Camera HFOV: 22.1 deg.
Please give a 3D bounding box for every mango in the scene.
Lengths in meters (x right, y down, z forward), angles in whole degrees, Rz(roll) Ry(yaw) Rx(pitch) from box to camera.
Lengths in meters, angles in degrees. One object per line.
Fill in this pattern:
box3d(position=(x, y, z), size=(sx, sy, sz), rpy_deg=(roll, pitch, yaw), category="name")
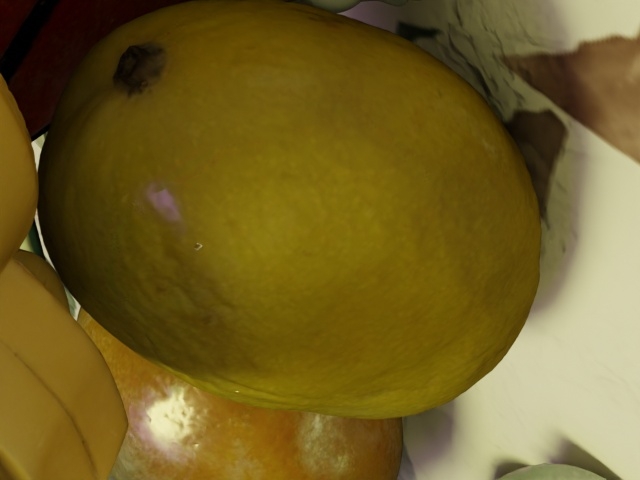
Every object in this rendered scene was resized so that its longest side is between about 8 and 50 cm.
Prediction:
box3d(position=(-0.050, 0.126, 1.067), size=(0.221, 0.199, 0.384), rpy_deg=(37, 156, 27), category="mango")
box3d(position=(0.005, -0.004, 0.759), size=(0.332, 0.195, 0.142), rpy_deg=(27, -138, -52), category="mango")

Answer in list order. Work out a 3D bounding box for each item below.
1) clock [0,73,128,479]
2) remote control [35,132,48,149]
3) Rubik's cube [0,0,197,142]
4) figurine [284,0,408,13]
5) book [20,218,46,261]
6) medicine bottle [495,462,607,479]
box3d(position=(-0.217, 0.008, 0.593), size=(0.244, 0.200, 0.317), rpy_deg=(13, 142, 21), category="clock")
box3d(position=(-0.140, -0.046, 1.176), size=(0.221, 0.042, 0.078), rpy_deg=(43, 158, 18), category="remote control")
box3d(position=(-0.183, -0.205, 0.730), size=(0.260, 0.259, 0.255), rpy_deg=(46, 157, 18), category="Rubik's cube")
box3d(position=(0.004, -0.127, 0.732), size=(0.086, 0.094, 0.082), rpy_deg=(-28, 60, 40), category="figurine")
box3d(position=(-0.220, -0.132, 0.989), size=(0.264, 0.031, 0.379), rpy_deg=(92, 161, -58), category="book")
box3d(position=(0.131, 0.256, 1.041), size=(0.179, 0.124, 0.324), rpy_deg=(39, 157, 22), category="medicine bottle")
